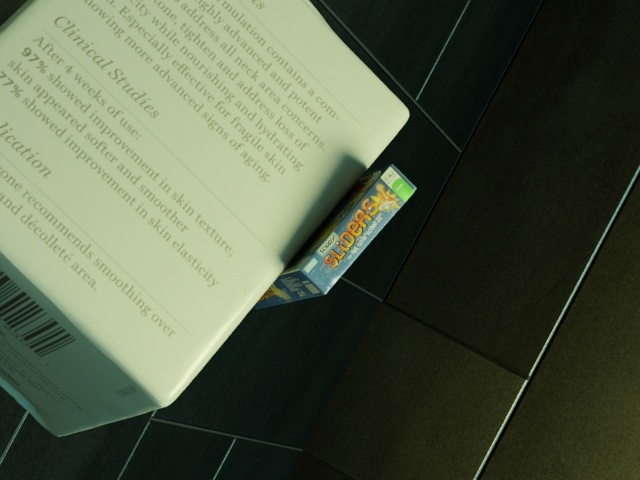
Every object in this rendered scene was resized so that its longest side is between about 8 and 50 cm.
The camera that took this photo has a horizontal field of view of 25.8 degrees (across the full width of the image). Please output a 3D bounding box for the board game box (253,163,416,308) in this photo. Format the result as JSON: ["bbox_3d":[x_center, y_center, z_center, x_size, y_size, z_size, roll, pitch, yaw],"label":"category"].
[{"bbox_3d":[0.000,0.000,1.335,0.136,0.035,0.201,-49,-169,-19],"label":"board game box"}]

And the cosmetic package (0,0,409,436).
[{"bbox_3d":[-0.198,-0.068,1.356,0.393,0.329,0.327,-50,-168,-27],"label":"cosmetic package"}]

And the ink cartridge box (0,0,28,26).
[{"bbox_3d":[-0.383,-0.212,1.265,0.219,0.093,0.160,-50,153,-26],"label":"ink cartridge box"}]
